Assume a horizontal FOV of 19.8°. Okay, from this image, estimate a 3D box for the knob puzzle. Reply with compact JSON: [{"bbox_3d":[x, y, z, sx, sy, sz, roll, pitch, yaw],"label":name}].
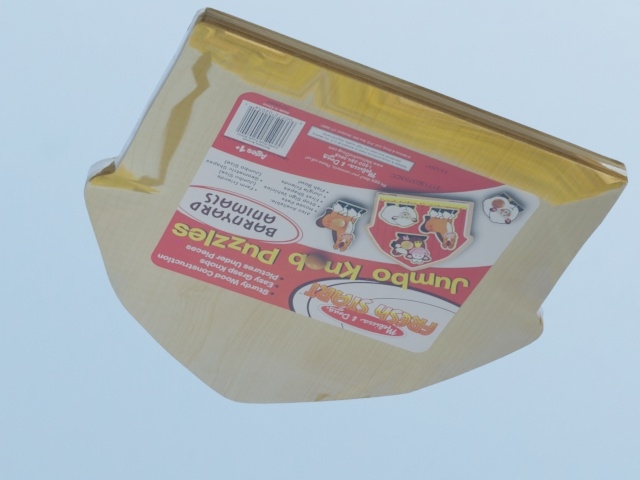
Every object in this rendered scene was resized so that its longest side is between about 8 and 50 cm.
[{"bbox_3d":[0.000,0.000,0.725,0.213,0.213,0.030,5,-132,1],"label":"knob puzzle"}]
